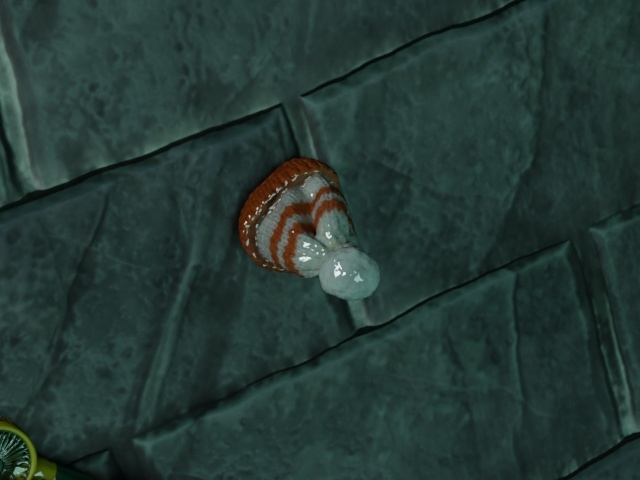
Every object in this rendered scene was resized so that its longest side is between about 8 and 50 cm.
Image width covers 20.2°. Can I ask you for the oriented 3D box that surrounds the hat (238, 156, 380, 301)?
[{"bbox_3d":[0.000,0.000,1.609,0.112,0.162,0.093,-47,121,-1],"label":"hat"}]

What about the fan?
[{"bbox_3d":[-0.270,0.210,1.621,0.155,0.039,0.082,27,93,-32],"label":"fan"}]
